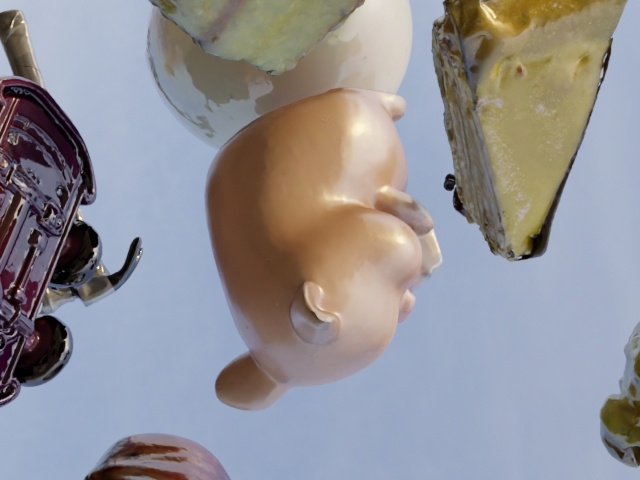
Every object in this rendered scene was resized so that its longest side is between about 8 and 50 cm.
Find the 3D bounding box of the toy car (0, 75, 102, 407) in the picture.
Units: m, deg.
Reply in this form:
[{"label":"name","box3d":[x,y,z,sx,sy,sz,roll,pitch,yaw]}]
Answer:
[{"label":"toy car","box3d":[-0.381,-0.005,1.147,0.240,0.271,0.341,0,-124,24]}]

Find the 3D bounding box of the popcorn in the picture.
[{"label":"popcorn","box3d":[0.461,0.184,1.470,0.194,0.256,0.255,24,-92,4]}]

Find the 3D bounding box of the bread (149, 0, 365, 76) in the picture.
[{"label":"bread","box3d":[-0.026,-0.220,0.510,0.184,0.110,0.234,-41,-124,29]}]

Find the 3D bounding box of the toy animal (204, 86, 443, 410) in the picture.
[{"label":"toy animal","box3d":[0.002,0.003,1.056,0.195,0.212,0.256,-53,-133,49]}]

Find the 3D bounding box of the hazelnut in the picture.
[{"label":"hazelnut","box3d":[-0.170,0.285,1.174,0.177,0.178,0.204,-2,-137,30]}]

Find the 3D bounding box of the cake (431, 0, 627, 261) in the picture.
[{"label":"cake","box3d":[0.125,-0.084,0.683,0.116,0.185,0.080,-29,-147,-5]}]

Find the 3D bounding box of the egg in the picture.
[{"label":"egg","box3d":[-0.042,-0.222,1.269,0.283,0.283,0.345,-51,-165,-10]}]

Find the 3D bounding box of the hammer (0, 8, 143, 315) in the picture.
[{"label":"hammer","box3d":[-0.358,-0.115,1.532,0.152,0.044,0.427,-21,-105,-7]}]

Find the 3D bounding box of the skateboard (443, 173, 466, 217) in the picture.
[{"label":"skateboard","box3d":[0.160,-0.065,1.071,0.067,0.080,0.151,-30,-155,42]}]

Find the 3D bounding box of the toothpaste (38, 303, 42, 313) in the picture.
[{"label":"toothpaste","box3d":[-0.396,0.067,1.297,0.033,0.218,0.052,35,-75,32]}]
